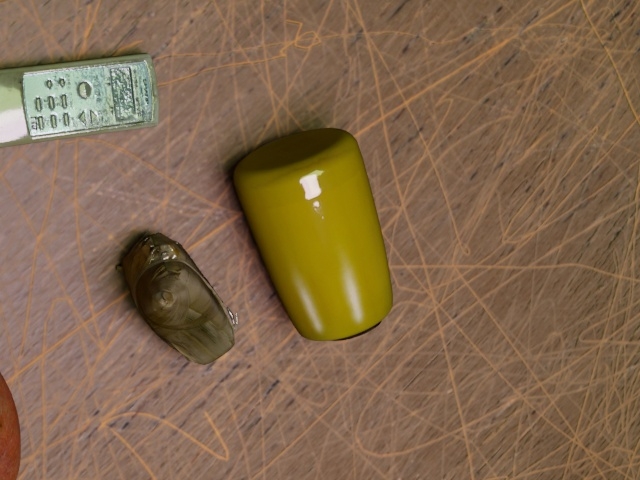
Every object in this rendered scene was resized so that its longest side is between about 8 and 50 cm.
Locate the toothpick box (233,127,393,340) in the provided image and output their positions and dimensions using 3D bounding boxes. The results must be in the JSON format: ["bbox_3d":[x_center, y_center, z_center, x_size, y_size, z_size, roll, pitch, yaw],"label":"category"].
[{"bbox_3d":[0.000,0.000,1.944,0.175,0.175,0.271,-26,111,-23],"label":"toothpick box"}]

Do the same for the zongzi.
[{"bbox_3d":[-0.172,0.098,1.851,0.099,0.197,0.194,-38,116,-1],"label":"zongzi"}]

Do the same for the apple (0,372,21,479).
[{"bbox_3d":[-0.472,0.224,1.702,0.253,0.253,0.253,-4,99,-28],"label":"apple"}]

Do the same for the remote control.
[{"bbox_3d":[-0.318,-0.179,1.825,0.233,0.038,0.098,-10,102,-27],"label":"remote control"}]
